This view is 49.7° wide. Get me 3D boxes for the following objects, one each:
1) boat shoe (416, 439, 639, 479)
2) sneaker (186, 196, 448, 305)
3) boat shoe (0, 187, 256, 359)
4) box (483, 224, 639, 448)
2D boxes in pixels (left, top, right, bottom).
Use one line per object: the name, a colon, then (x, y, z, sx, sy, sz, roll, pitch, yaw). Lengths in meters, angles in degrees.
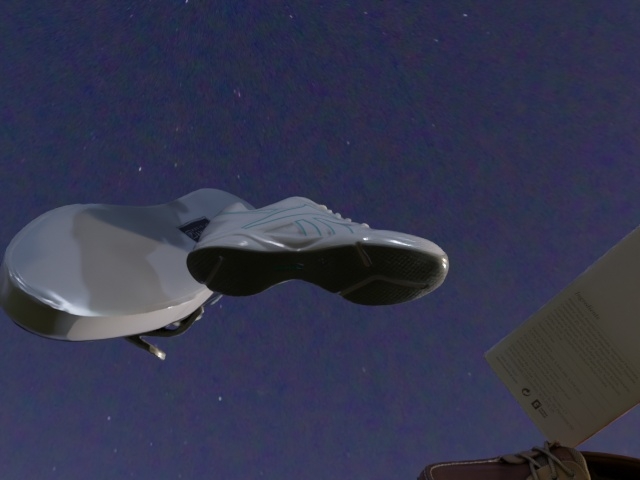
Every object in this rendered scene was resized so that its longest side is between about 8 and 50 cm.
boat shoe: (0.268, 0.291, 0.822, 0.324, 0.123, 0.116, 9, -69, -18)
sneaker: (0.000, 0.000, 0.411, 0.152, 0.061, 0.053, 5, -47, 9)
boat shoe: (-0.140, 0.031, 0.544, 0.113, 0.306, 0.105, 36, -71, 3)
box: (0.431, 0.107, 0.931, 0.215, 0.168, 0.345, -2, -40, -52)
